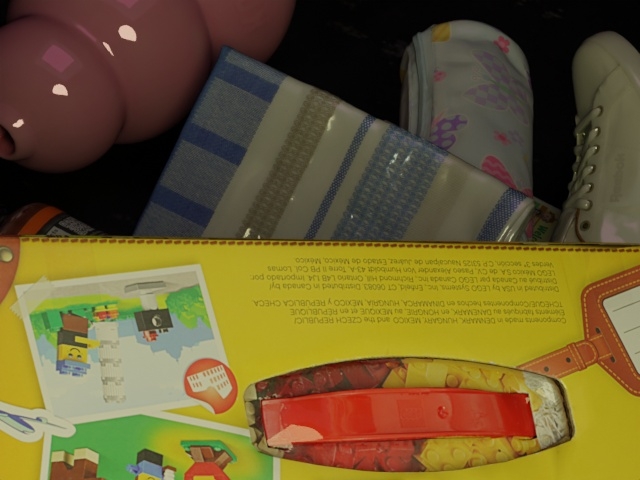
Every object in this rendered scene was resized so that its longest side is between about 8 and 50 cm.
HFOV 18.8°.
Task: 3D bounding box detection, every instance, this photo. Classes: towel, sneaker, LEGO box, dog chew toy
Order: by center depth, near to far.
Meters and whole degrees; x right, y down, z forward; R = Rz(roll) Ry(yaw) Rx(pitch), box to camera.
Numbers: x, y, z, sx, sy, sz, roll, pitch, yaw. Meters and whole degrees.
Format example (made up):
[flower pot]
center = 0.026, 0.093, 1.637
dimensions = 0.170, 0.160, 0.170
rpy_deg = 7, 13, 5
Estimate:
[LEGO box]
center = -0.033, 0.154, 1.069
dimensions = 0.500, 0.372, 0.193
rpy_deg = 1, 66, -27
[towel]
center = 0.000, 0.000, 1.470
dimensions = 0.285, 0.209, 0.034
rpy_deg = 28, 4, 16
[sneaker]
center = 0.234, -0.036, 1.586
dimensions = 0.123, 0.106, 0.290
rpy_deg = -8, 72, -13
[dog chew toy]
center = -0.163, -0.176, 1.600
dimensions = 0.206, 0.207, 0.332
rpy_deg = 30, 50, 14

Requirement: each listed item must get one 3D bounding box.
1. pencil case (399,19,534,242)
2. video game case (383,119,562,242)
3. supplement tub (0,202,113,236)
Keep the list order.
[pencil case]
center = 0.113, -0.068, 1.593
dimensions = 0.124, 0.113, 0.273
rpy_deg = 27, 38, -13
[video game case]
center = 0.089, -0.003, 1.620
dimensions = 0.193, 0.023, 0.212
rpy_deg = 28, 41, 12
[supplement tub]
center = -0.182, 0.040, 1.416
dimensions = 0.198, 0.106, 0.106
rpy_deg = 27, 42, 12
